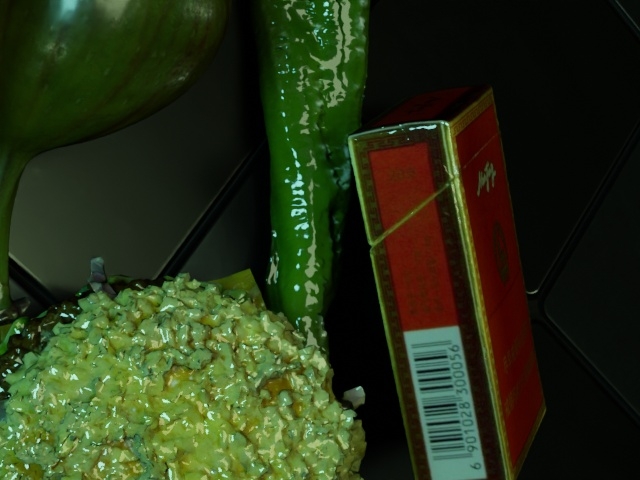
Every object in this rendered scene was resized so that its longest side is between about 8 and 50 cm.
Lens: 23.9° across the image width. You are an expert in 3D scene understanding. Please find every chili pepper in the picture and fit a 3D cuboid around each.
[{"bbox_3d":[0.000,0.000,0.988,0.085,0.076,0.359,0,80,-15],"label":"chili pepper"}]

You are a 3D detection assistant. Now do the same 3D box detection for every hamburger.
[{"bbox_3d":[-0.094,0.127,0.853,0.262,0.139,0.243,-16,87,-22],"label":"hamburger"}]

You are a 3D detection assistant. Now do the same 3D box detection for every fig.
[{"bbox_3d":[-0.163,-0.089,0.884,0.151,0.151,0.259,29,97,-28],"label":"fig"}]

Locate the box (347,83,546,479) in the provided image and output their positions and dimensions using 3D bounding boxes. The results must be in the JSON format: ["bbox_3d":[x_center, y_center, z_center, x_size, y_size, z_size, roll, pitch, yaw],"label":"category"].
[{"bbox_3d":[0.088,0.028,0.988,0.153,0.074,0.239,-36,117,-65],"label":"box"}]
